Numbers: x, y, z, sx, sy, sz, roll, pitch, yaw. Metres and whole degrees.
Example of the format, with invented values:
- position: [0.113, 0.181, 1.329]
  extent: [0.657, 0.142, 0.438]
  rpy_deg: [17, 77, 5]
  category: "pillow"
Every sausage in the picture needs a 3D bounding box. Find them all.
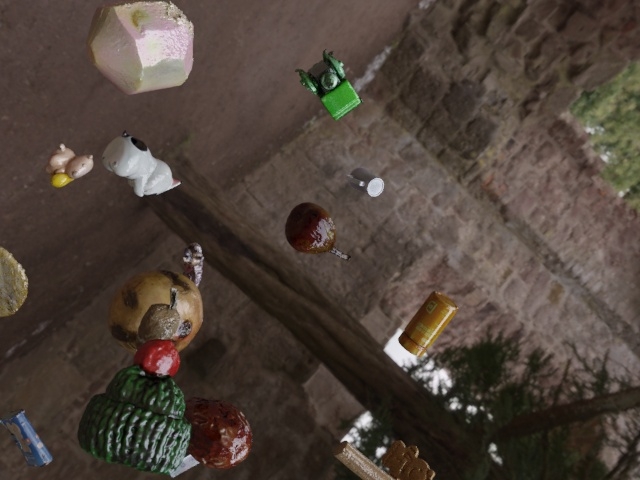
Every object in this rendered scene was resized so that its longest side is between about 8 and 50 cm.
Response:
- position: [0.168, 0.702, 1.816]
  extent: [0.065, 0.301, 0.066]
  rpy_deg: [-49, -174, 7]
  category: "sausage"

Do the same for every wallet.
- position: [-0.989, 0.662, 2.055]
  extent: [0.141, 0.202, 0.059]
  rpy_deg: [-19, -167, 42]
  category: "wallet"

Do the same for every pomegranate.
- position: [-0.548, 0.244, 2.052]
  extent: [0.322, 0.322, 0.322]
  rpy_deg: [-46, 179, -1]
  category: "pomegranate"

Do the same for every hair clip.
- position: [-0.454, 0.080, 2.177]
  extent: [0.300, 0.069, 0.172]
  rpy_deg: [141, -47, -73]
  category: "hair clip"

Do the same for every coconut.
- position: [-0.447, -0.475, 1.489]
  extent: [0.245, 0.233, 0.233]
  rpy_deg: [-25, 165, -42]
  category: "coconut"

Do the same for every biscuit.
- position: [-0.860, 0.102, 1.594]
  extent: [0.220, 0.220, 0.033]
  rpy_deg: [-47, -175, 23]
  category: "biscuit"
- position: [0.274, 0.727, 1.955]
  extent: [0.133, 0.184, 0.027]
  rpy_deg: [-42, 137, 5]
  category: "biscuit"

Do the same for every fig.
- position: [0.015, -0.028, 2.264]
  extent: [0.191, 0.291, 0.190]
  rpy_deg: [-162, -90, -72]
  category: "fig"

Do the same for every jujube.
- position: [-0.340, 0.598, 1.917]
  extent: [0.197, 0.290, 0.197]
  rpy_deg: [-21, 119, -43]
  category: "jujube"

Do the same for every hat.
- position: [-0.445, 0.412, 1.573]
  extent: [0.242, 0.274, 0.332]
  rpy_deg: [-26, -135, 62]
  category: "hat"

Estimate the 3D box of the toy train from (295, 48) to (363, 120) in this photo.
- position: [0.029, -0.475, 1.885]
  extent: [0.133, 0.188, 0.243]
  rpy_deg: [-35, -158, 7]
  category: "toy train"

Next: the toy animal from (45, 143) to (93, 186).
- position: [-0.560, -0.167, 1.334]
  extent: [0.114, 0.081, 0.091]
  rpy_deg: [-11, -155, 41]
  category: "toy animal"

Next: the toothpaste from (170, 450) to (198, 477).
- position: [-0.407, 0.699, 1.992]
  extent: [0.197, 0.047, 0.040]
  rpy_deg: [-25, -160, -19]
  category: "toothpaste"

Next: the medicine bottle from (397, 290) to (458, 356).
- position: [0.326, 0.253, 1.862]
  extent: [0.191, 0.096, 0.096]
  rpy_deg: [-55, 177, 13]
  category: "medicine bottle"

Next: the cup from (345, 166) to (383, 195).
- position: [0.134, -0.189, 1.955]
  extent: [0.116, 0.104, 0.074]
  rpy_deg: [40, -64, 55]
  category: "cup"

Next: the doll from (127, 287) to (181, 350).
- position: [-0.459, 0.242, 1.761]
  extent: [0.115, 0.105, 0.221]
  rpy_deg: [13, 118, -53]
  category: "doll"

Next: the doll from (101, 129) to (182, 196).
- position: [-0.436, -0.173, 1.469]
  extent: [0.106, 0.110, 0.180]
  rpy_deg: [-55, 141, -13]
  category: "doll"
